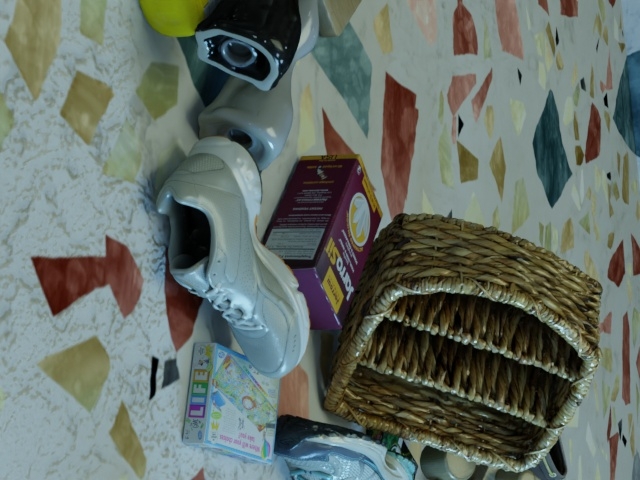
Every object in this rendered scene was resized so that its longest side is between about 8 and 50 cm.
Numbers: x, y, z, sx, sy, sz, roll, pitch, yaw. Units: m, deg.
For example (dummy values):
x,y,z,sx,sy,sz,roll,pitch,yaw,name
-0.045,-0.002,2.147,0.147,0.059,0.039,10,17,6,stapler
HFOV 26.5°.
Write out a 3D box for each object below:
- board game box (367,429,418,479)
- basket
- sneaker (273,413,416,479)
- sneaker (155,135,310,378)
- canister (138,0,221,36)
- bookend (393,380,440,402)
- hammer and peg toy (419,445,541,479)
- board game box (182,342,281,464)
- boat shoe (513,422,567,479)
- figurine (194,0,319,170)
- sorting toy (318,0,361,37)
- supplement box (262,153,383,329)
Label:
x,y,z,sx,sy,sz,roll,pitch,yaw,name
0.071,0.370,1.766,0.136,0.030,0.259,59,38,-44,board game box
0.185,0.125,1.656,0.213,0.299,0.223,132,-25,-57,basket
0.026,0.285,1.584,0.283,0.110,0.122,36,68,-55,sneaker
-0.099,0.036,1.355,0.121,0.099,0.262,-44,121,-48,sneaker
-0.120,-0.291,1.332,0.170,0.073,0.126,-60,142,-47,canister
0.194,0.195,1.889,0.157,0.156,0.072,-6,94,-66,bookend
0.239,0.444,1.933,0.361,0.127,0.266,37,67,-25,hammer and peg toy
-0.090,0.173,1.426,0.154,0.026,0.103,35,57,-60,board game box
0.353,0.260,2.300,0.116,0.097,0.324,-38,123,-60,boat shoe
-0.044,-0.211,1.380,0.215,0.092,0.209,97,15,-57,figurine
0.049,-0.425,1.653,0.255,0.089,0.257,-61,142,-37,sorting toy
0.000,0.000,1.566,0.104,0.081,0.188,66,33,-40,supplement box
